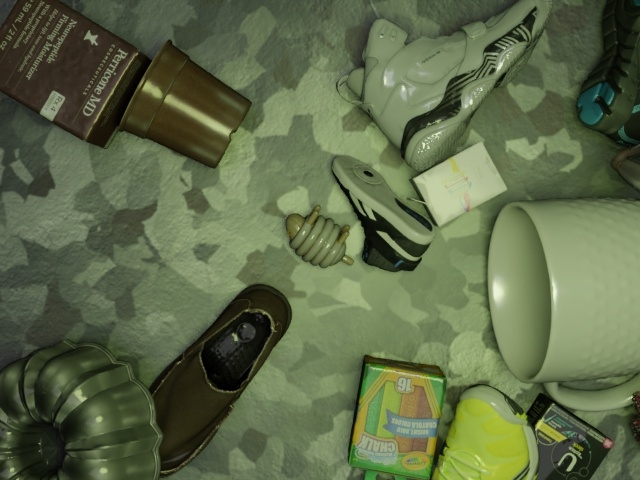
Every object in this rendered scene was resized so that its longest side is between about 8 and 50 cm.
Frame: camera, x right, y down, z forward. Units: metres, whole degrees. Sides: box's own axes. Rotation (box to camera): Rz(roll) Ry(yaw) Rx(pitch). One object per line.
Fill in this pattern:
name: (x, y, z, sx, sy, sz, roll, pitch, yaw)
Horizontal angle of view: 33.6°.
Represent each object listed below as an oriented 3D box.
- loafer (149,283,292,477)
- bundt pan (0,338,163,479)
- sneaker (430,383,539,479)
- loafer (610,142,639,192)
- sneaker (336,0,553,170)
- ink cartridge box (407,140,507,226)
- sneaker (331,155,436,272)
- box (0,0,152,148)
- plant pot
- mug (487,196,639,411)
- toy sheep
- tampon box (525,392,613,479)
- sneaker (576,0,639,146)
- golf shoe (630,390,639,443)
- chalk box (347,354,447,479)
loafer: (-0.188, 0.223, 1.698, 0.134, 0.130, 0.366, 35, 91, 1)
bundt pan: (-0.418, 0.323, 1.654, 0.331, 0.124, 0.331, 0, 89, 23)
sneaker: (0.225, 0.395, 1.604, 0.145, 0.147, 0.384, 23, 122, 31)
loafer: (0.547, -0.154, 1.635, 0.095, 0.302, 0.109, 34, 132, 21)
sneaker: (0.197, -0.301, 1.683, 0.210, 0.137, 0.366, 39, 79, 10)
ink cartridge box: (0.212, -0.085, 1.709, 0.143, 0.092, 0.090, -29, 91, 2)
sneaker: (0.078, -0.031, 1.720, 0.217, 0.079, 0.121, 44, 128, 23)
box: (-0.397, -0.270, 1.681, 0.203, 0.167, 0.168, 31, 91, 1)
plant pot: (-0.209, -0.207, 1.691, 0.165, 0.167, 0.167, 29, 91, -8)
mug: (0.453, 0.110, 1.640, 0.328, 0.276, 0.374, -3, 121, -10)
toy sheep: (0.000, 0.000, 1.718, 0.132, 0.091, 0.091, 35, 91, -4)
tampon box: (0.367, 0.349, 1.703, 0.120, 0.101, 0.161, 33, 91, 2)
sneaker: (0.527, -0.315, 1.708, 0.140, 0.125, 0.341, 24, 88, -27)
golf shoe: (0.539, 0.282, 1.672, 0.086, 0.186, 0.067, -26, 54, -6)
chalk box: (0.116, 0.302, 1.693, 0.132, 0.132, 0.213, 9, 90, 1)
